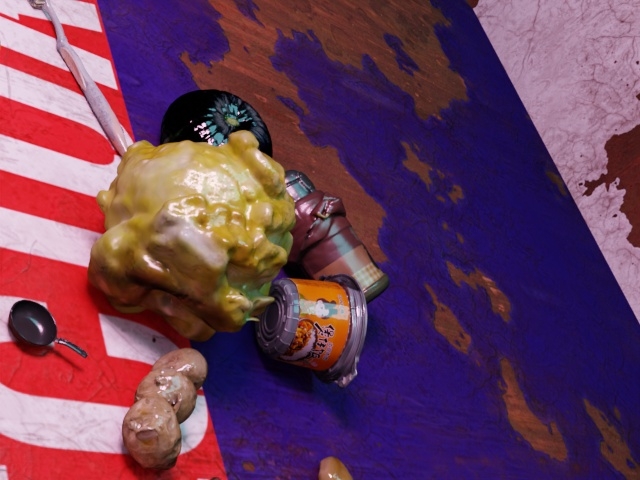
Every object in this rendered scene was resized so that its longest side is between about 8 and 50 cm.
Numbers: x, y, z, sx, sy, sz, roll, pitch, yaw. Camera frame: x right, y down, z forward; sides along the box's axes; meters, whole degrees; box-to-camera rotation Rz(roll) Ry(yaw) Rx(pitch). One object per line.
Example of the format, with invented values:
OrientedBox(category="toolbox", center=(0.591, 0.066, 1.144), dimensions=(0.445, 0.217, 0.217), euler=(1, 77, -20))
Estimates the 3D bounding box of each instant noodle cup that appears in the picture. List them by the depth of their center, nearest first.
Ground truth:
OrientedBox(category="instant noodle cup", center=(-0.025, 0.129, 1.700), dimensions=(0.125, 0.178, 0.208), euler=(13, 25, -30))

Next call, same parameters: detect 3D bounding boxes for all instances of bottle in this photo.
OrientedBox(category="bottle", center=(0.000, 0.000, 1.877), dimensions=(0.271, 0.156, 0.143), euler=(56, 23, 1))

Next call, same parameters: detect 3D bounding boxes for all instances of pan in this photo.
OrientedBox(category="pan", center=(-0.349, 0.122, 1.374), dimensions=(0.115, 0.023, 0.068), euler=(38, 30, -17))

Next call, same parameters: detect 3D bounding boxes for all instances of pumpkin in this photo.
OrientedBox(category="pumpkin", center=(-0.177, -0.166, 1.839), dimensions=(0.201, 0.140, 0.202), euler=(20, 45, -22))

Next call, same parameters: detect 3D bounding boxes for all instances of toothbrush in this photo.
OrientedBox(category="toothbrush", center=(-0.401, -0.287, 1.772), dimensions=(0.037, 0.028, 0.375), euler=(-13, 67, -53))

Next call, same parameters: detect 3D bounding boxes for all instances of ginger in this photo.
OrientedBox(category="ginger", center=(-0.203, 0.213, 1.423), dimensions=(0.204, 0.080, 0.104), euler=(-76, 155, -55))

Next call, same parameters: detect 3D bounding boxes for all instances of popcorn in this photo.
OrientedBox(category="popcorn", center=(-0.171, -0.015, 1.544), dimensions=(0.312, 0.312, 0.312), euler=(35, 32, -26))

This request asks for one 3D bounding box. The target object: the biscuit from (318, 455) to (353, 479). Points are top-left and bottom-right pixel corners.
OrientedBox(category="biscuit", center=(0.060, 0.428, 1.580), dimensions=(0.208, 0.047, 0.164), euler=(47, 30, -7))
